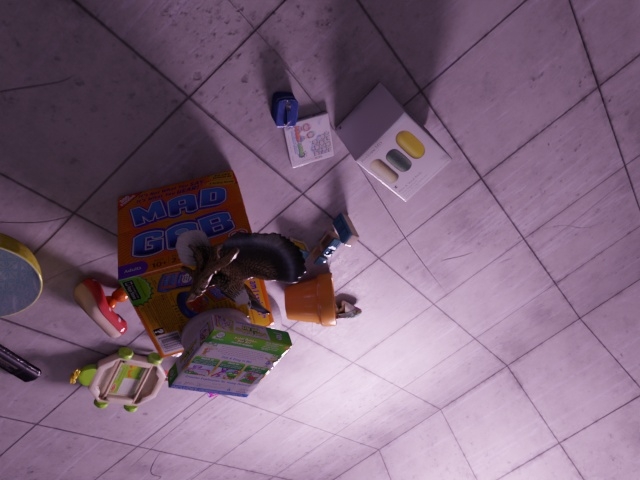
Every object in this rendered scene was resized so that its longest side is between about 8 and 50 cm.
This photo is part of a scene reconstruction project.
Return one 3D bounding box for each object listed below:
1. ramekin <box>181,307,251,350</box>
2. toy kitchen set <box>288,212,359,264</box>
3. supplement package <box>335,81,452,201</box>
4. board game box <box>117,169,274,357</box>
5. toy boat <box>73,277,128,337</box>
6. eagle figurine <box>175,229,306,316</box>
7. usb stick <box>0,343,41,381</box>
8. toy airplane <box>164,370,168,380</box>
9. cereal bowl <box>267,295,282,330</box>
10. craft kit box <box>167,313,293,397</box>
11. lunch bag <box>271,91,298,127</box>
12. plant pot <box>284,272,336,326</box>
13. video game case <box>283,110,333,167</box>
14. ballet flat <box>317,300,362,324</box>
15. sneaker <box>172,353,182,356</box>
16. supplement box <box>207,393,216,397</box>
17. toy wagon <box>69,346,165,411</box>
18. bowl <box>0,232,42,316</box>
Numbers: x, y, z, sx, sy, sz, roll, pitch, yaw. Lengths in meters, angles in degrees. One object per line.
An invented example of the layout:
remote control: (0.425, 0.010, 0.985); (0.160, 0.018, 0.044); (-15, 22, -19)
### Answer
ramekin: (-0.289, 0.301, 1.410); (0.206, 0.109, 0.207); (-12, 133, -13)
toy kitchen set: (0.000, 0.000, 1.747); (0.166, 0.122, 0.207); (20, 120, -35)
supplement package: (0.223, -0.297, 1.516); (0.199, 0.198, 0.262); (-43, 132, 19)
board game box: (-0.371, 0.066, 1.490); (0.355, 0.357, 0.357); (-15, 134, -9)
toy boat: (-0.710, 0.207, 1.657); (0.151, 0.150, 0.231); (-44, 141, -23)
eagle figurine: (-0.205, 0.090, 1.234); (0.226, 0.226, 0.298); (2, -179, 28)
usb stick: (-1.103, 0.419, 1.732); (0.077, 0.045, 0.278); (-20, 135, 6)
toy airplane: (-0.696, 0.566, 2.042); (0.151, 0.028, 0.151); (-12, 123, -18)
cereal bowl: (-0.309, 0.363, 1.940); (0.338, 0.141, 0.339); (-11, 134, -12)
craft kit box: (-0.244, 0.321, 1.333); (0.249, 0.061, 0.247); (22, 122, -36)
lunch bag: (-0.102, -0.369, 1.411); (0.067, 0.065, 0.099); (-7, 132, -17)
plant pot: (-0.039, 0.235, 1.908); (0.187, 0.205, 0.205); (-5, 134, 2)
video game case: (-0.035, -0.310, 1.525); (0.143, 0.019, 0.157); (-17, 134, -7)
ballet flat: (0.073, 0.298, 2.091); (0.221, 0.077, 0.079); (-9, 113, -14)
sneaker: (-0.552, 0.416, 1.955); (0.169, 0.068, 0.071); (20, 106, -45)
supplement box: (-0.394, 0.564, 2.107); (0.219, 0.114, 0.111); (-19, 134, -8)
toy wagon: (-0.788, 0.534, 1.921); (0.344, 0.068, 0.267); (21, 106, -32)
bowl: (-0.946, 0.069, 1.400); (0.289, 0.156, 0.290); (-12, 133, -13)
